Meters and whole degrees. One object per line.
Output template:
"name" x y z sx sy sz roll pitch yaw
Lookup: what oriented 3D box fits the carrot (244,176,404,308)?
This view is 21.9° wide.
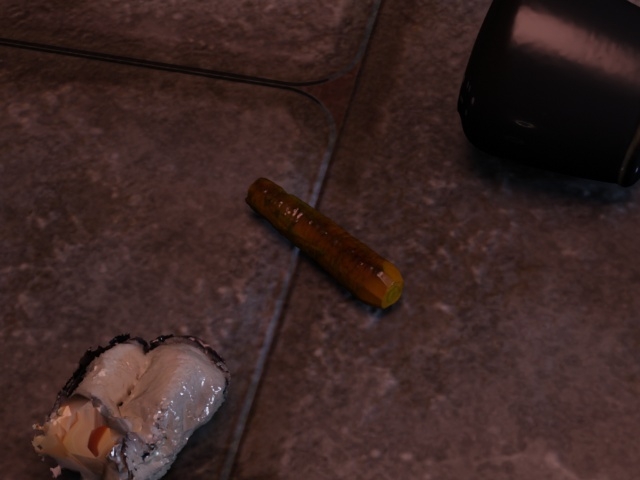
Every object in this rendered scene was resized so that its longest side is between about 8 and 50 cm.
"carrot" 0.000 0.000 1.382 0.042 0.042 0.171 -38 59 -26

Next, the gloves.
"gloves" -0.142 0.127 1.265 0.114 0.070 0.153 19 47 27

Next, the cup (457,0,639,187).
"cup" 0.226 -0.146 1.431 0.177 0.169 0.223 19 23 12
